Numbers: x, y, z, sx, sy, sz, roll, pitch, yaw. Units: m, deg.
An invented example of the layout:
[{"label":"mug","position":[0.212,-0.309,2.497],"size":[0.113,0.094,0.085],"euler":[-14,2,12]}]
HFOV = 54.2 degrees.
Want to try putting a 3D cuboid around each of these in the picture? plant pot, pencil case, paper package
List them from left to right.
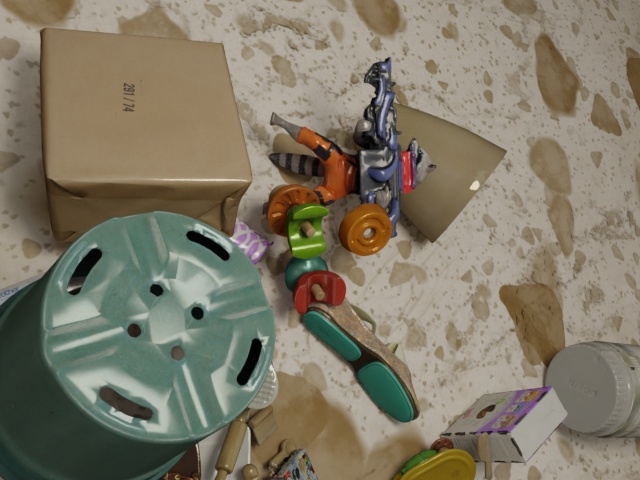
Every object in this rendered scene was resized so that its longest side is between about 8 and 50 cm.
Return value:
[{"label":"plant pot","position":[-0.241,0.141,0.780],"size":[0.341,0.334,0.340],"euler":[14,62,-27]},{"label":"paper package","position":[-0.293,-0.175,1.034],"size":[0.310,0.168,0.324],"euler":[-3,58,-21]},{"label":"pencil case","position":[-0.184,-0.029,1.159],"size":[0.206,0.086,0.088],"euler":[43,86,-12]},{"label":"plant pot","position":[0.221,-0.177,1.390],"size":[0.274,0.256,0.256],"euler":[39,55,6]}]

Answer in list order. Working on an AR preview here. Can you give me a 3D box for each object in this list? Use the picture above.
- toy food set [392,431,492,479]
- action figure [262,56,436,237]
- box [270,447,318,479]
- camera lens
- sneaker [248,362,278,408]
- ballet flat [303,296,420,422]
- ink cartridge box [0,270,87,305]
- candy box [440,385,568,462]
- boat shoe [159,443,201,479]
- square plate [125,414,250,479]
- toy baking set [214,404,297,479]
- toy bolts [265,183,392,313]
[{"label":"toy food set","position":[0.227,0.449,1.221],"size":[0.218,0.071,0.128],"euler":[-24,114,-11]},{"label":"action figure","position":[0.063,-0.182,1.236],"size":[0.331,0.178,0.341],"euler":[5,97,-4]},{"label":"box","position":[-0.030,0.444,1.079],"size":[0.136,0.027,0.094],"euler":[67,25,-3]},{"label":"camera lens","position":[0.702,0.352,1.473],"size":[0.275,0.219,0.219],"euler":[9,68,-28]},{"label":"sneaker","position":[-0.152,0.150,1.082],"size":[0.102,0.161,0.281],"euler":[-18,84,-4]},{"label":"ballet flat","position":[0.102,0.216,1.237],"size":[0.316,0.108,0.106],"euler":[50,48,-8]},{"label":"ink cartridge box","position":[-0.410,0.072,0.981],"size":[0.207,0.097,0.046],"euler":[-26,87,-36]},{"label":"candy box","position":[0.372,0.377,1.278],"size":[0.165,0.196,0.070],"euler":[-29,90,-36]},{"label":"boat shoe","position":[-0.207,0.381,0.927],"size":[0.073,0.073,0.206],"euler":[18,57,-32]},{"label":"square plate","position":[-0.262,0.442,0.933],"size":[0.344,0.049,0.347],"euler":[15,60,-33]},{"label":"toy baking set","position":[-0.100,0.399,1.039],"size":[0.196,0.030,0.256],"euler":[49,38,-24]},{"label":"toy bolts","position":[0.000,0.000,1.172],"size":[0.219,0.228,0.158],"euler":[-6,31,-22]}]
